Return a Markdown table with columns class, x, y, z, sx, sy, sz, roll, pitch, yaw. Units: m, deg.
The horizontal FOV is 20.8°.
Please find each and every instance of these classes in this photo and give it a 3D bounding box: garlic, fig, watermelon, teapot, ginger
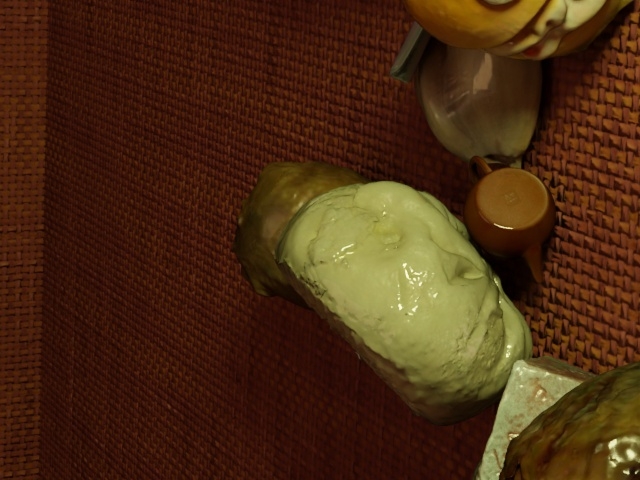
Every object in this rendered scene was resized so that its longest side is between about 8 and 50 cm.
| class | x | y | z | sx | sy | sz | roll | pitch | yaw |
| --- | --- | --- | --- | --- | --- | --- | --- | --- | --- |
| garlic | 0.186 | -0.196 | 2.141 | 0.217 | 0.110 | 0.228 | -56 | 44 | 45 |
| fig | 0.327 | 0.196 | 1.783 | 0.286 | 0.286 | 0.369 | 132 | 152 | -54 |
| watermelon | 0.246 | 0.245 | 1.964 | 0.261 | 0.201 | 0.213 | 24 | 96 | 63 |
| teapot | 0.223 | -0.028 | 2.093 | 0.173 | 0.116 | 0.116 | 59 | 143 | 25 |
| ginger | 0.001 | -0.003 | 2.407 | 0.269 | 0.223 | 0.200 | 38 | 123 | 59 |

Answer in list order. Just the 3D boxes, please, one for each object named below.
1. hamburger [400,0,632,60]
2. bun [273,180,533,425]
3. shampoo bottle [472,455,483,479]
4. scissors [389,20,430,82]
| class | x | y | z | sx | sy | sz | roll | pitch | yaw |
| --- | --- | --- | --- | --- | --- | --- | --- | --- | --- |
| hamburger | 0.191 | -0.332 | 1.921 | 0.276 | 0.237 | 0.276 | -8 | 79 | 45 |
| bun | 0.109 | 0.059 | 2.131 | 0.211 | 0.360 | 0.360 | -43 | 37 | -2 |
| shampoo bottle | 0.261 | 0.345 | 2.105 | 0.227 | 0.056 | 0.086 | 52 | 135 | 48 |
| scissors | 0.150 | -0.312 | 2.163 | 0.125 | 0.030 | 0.256 | 9 | 73 | 62 |
